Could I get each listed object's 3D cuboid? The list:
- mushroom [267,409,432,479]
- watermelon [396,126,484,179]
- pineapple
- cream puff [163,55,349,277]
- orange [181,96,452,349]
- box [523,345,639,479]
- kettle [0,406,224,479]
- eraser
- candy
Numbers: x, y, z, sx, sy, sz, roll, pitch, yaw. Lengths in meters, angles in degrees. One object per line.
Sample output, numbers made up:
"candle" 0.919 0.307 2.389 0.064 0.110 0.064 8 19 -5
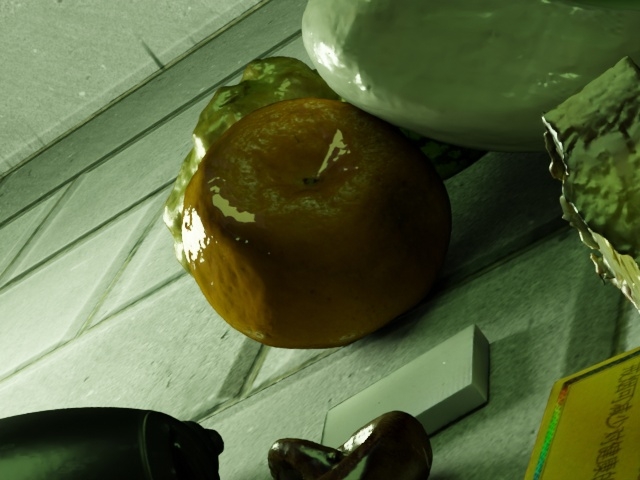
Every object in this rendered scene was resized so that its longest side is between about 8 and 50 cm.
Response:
"mushroom" 0.013 0.177 1.238 0.135 0.080 0.170 -32 12 -24
"watermelon" 0.112 -0.108 1.816 0.163 0.069 0.087 -12 32 53
"pineapple" 0.222 -0.028 1.149 0.114 0.186 0.236 -36 10 5
"cream puff" -0.021 -0.051 1.767 0.185 0.282 0.282 25 56 26
"orange" 0.000 0.000 1.566 0.249 0.183 0.249 0 47 0
"box" 0.248 0.106 0.912 0.301 0.084 0.193 -28 20 32
"kettle" -0.214 0.223 1.416 0.290 0.207 0.268 -23 6 9
"eraser" 0.065 0.130 1.351 0.150 0.023 0.104 -32 17 19
"candy" 0.180 -0.185 1.573 0.386 0.186 0.427 3 17 4
